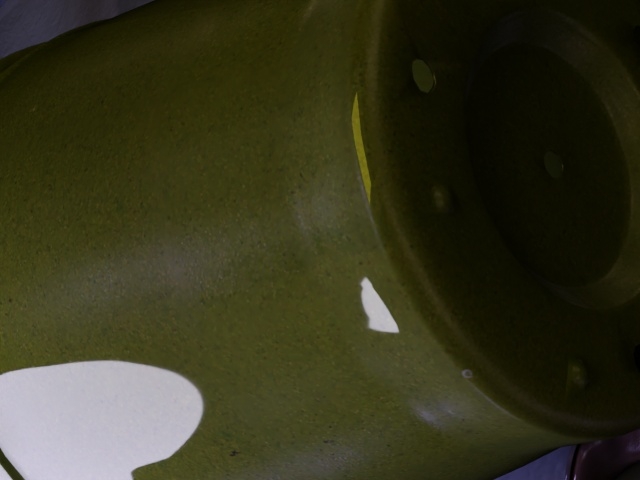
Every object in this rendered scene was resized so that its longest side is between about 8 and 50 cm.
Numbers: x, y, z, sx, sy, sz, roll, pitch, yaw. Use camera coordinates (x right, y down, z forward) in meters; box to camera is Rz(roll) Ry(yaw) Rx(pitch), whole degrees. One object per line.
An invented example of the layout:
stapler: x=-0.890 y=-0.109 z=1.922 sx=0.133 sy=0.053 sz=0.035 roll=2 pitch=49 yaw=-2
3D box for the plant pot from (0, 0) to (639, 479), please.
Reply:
plant pot: x=0.000 y=0.000 z=0.591 sx=0.353 sy=0.367 sz=0.366 roll=-20 pitch=61 yaw=48

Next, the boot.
boot: x=0.201 y=0.127 z=0.613 sx=0.114 sy=0.037 sz=0.106 roll=24 pitch=95 yaw=43
